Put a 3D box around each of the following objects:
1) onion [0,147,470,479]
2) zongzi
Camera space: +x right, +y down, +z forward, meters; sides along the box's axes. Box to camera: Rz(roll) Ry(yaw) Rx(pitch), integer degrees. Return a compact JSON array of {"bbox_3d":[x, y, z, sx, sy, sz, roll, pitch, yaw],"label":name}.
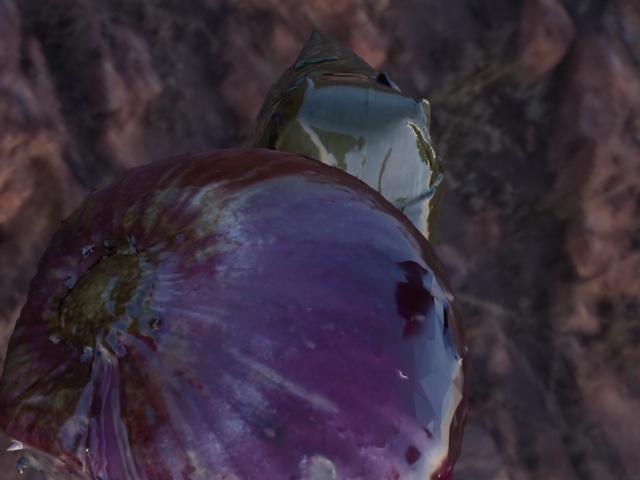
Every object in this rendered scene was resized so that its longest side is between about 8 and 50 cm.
[{"bbox_3d":[-0.029,0.071,0.937,0.272,0.230,0.256,16,70,-56],"label":"onion"},{"bbox_3d":[0.000,0.000,1.582,0.174,0.356,0.393,6,15,-8],"label":"zongzi"}]
